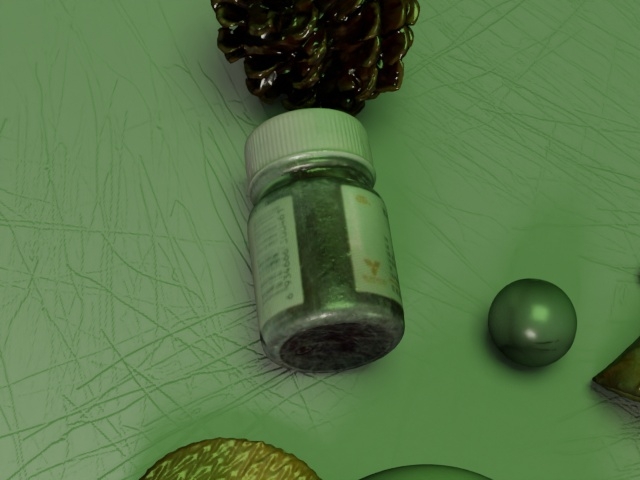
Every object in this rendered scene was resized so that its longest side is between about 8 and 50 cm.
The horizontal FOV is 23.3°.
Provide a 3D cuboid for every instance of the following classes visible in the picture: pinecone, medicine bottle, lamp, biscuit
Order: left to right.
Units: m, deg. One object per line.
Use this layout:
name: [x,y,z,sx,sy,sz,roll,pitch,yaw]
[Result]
biscuit: [-0.093,0.324,1.637,0.254,0.035,0.254,5,61,-10]
pinecone: [-0.019,-0.271,1.872,0.257,0.243,0.243,32,55,-24]
medicine bottle: [0.000,0.000,1.771,0.165,0.165,0.273,0,60,-13]
lamp: [0.248,0.096,1.811,0.105,0.105,0.105,6,60,-10]

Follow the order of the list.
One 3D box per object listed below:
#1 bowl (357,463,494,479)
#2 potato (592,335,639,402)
bowl: [0.129,0.372,1.548,0.353,0.185,0.354,11,58,-18]
potato: [0.483,0.089,1.797,0.269,0.112,0.255,17,83,3]
